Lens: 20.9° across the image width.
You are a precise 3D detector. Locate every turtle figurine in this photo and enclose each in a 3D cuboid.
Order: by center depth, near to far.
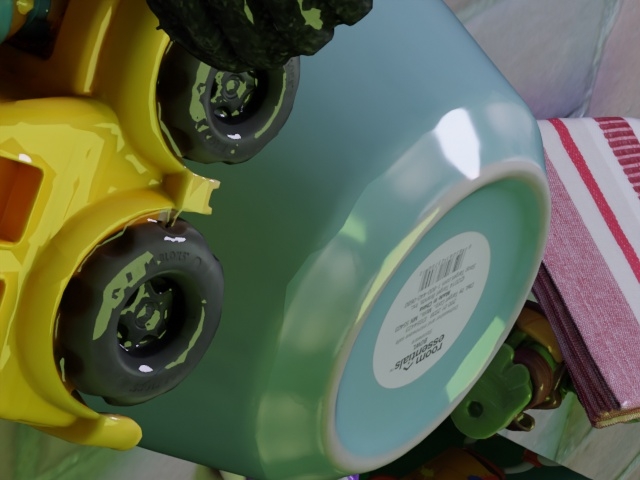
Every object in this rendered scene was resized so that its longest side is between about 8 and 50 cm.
[{"bbox_3d":[0.182,0.043,1.283,0.266,0.274,0.198,-5,84,-57],"label":"turtle figurine"}]

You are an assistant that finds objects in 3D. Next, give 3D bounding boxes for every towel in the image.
[{"bbox_3d":[0.264,0.009,1.266,0.329,0.237,0.037,-5,150,-38],"label":"towel"}]

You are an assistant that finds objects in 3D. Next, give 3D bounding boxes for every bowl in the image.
[{"bbox_3d":[0.000,0.000,0.876,0.311,0.163,0.311,-38,147,-31],"label":"bowl"}]

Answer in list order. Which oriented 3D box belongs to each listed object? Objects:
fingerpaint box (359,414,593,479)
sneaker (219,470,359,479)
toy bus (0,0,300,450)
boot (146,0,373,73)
[{"bbox_3d":[0.007,0.396,1.308,0.371,0.163,0.445,-27,137,-54],"label":"fingerpaint box"},{"bbox_3d":[0.035,0.078,1.130,0.236,0.104,0.095,-58,153,-15],"label":"sneaker"},{"bbox_3d":[-0.139,-0.045,0.652,0.211,0.149,0.220,13,100,-49],"label":"toy bus"},{"bbox_3d":[-0.004,-0.256,0.568,0.260,0.131,0.348,42,83,-27],"label":"boot"}]
